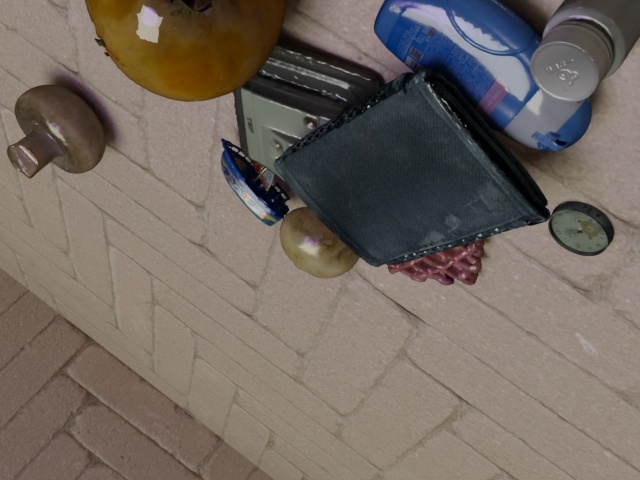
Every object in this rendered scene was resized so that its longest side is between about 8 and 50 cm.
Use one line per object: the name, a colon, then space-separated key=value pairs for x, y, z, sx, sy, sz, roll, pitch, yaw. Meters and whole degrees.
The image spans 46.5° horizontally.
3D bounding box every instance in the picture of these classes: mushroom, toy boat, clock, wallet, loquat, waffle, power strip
mushroom: x=-0.559 y=-0.213 z=1.549 sx=0.204 sy=0.204 sz=0.204 roll=29 pitch=149 yaw=19
toy boat: x=-0.104 y=-0.120 z=1.294 sx=0.175 sy=0.091 sz=0.110 roll=47 pitch=116 yaw=-5
clock: x=0.339 y=-0.014 z=0.973 sx=0.085 sy=0.017 sz=0.085 roll=29 pitch=149 yaw=19
wallet: x=0.104 y=-0.082 z=0.966 sx=0.237 sy=0.075 sz=0.342 roll=43 pitch=150 yaw=-16
loquat: x=-0.170 y=-0.309 z=0.945 sx=0.263 sy=0.263 sz=0.263 roll=29 pitch=149 yaw=19
waffle: x=0.138 y=-0.008 z=1.145 sx=0.234 sy=0.055 sz=0.221 roll=13 pitch=145 yaw=25
power strip: x=-0.037 y=-0.170 z=1.117 sx=0.251 sy=0.092 sz=0.257 roll=28 pitch=147 yaw=23
mushroom: x=0.000 y=0.000 z=1.285 sx=0.148 sy=0.112 sz=0.148 roll=26 pitch=148 yaw=18

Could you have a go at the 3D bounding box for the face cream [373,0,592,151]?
face cream: x=0.186 y=-0.196 z=0.832 sx=0.264 sy=0.083 sz=0.149 roll=39 pitch=158 yaw=3

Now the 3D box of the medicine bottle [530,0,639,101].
medicine bottle: x=0.256 y=-0.195 z=0.707 sx=0.080 sy=0.130 sz=0.080 roll=29 pitch=148 yaw=20
